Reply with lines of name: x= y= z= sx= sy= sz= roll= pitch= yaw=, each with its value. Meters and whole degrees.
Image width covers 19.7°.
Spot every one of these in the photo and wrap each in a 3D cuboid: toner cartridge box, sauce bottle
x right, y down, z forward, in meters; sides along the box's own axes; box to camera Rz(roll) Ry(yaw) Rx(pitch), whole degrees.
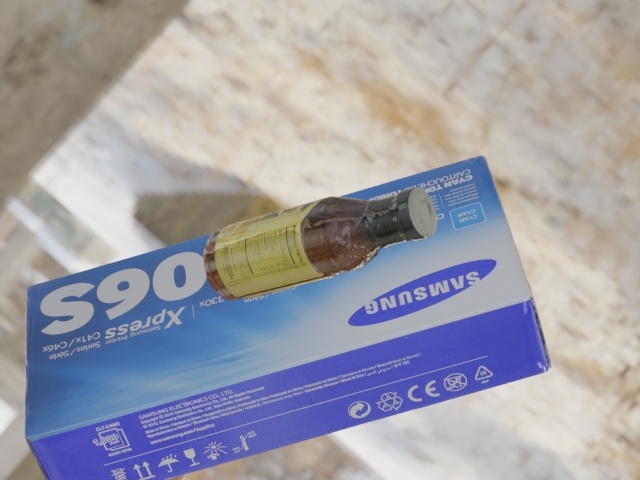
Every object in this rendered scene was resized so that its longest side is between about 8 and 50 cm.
toner cartridge box: x=-0.030 y=0.060 z=1.277 sx=0.165 sy=0.348 sz=0.075 roll=-102 pitch=-5 yaw=-51
sauce bottle: x=0.000 y=0.000 z=0.939 sx=0.128 sy=0.042 sz=0.042 roll=-14 pitch=139 yaw=32

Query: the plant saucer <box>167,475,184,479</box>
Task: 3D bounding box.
plant saucer: x=-0.142 y=0.202 z=1.493 sx=0.013 sy=0.083 sz=0.083 roll=61 pitch=174 yaw=-6
